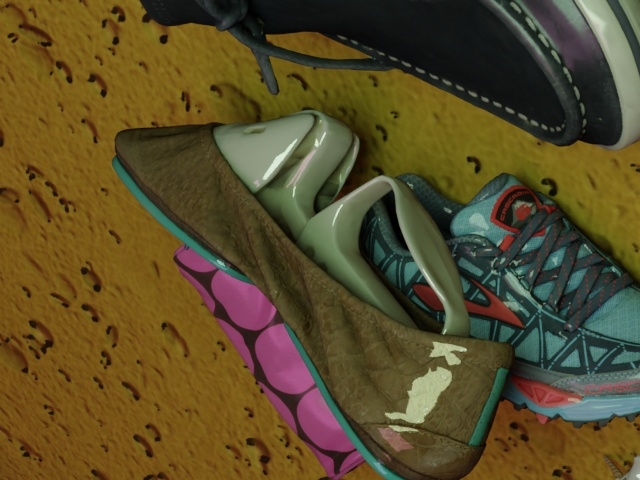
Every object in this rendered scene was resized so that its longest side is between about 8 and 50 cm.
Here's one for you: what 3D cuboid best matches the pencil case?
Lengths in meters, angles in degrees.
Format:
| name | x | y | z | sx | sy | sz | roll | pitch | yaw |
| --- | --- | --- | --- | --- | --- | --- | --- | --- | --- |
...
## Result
| name | x | y | z | sx | sy | sz | roll | pitch | yaw |
| --- | --- | --- | --- | --- | --- | --- | --- | --- | --- |
| pencil case | -0.014 | 0.063 | 1.165 | 0.098 | 0.095 | 0.209 | -34 | 95 | 34 |

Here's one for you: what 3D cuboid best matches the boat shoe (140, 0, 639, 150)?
| name | x | y | z | sx | sy | sz | roll | pitch | yaw |
| --- | --- | --- | --- | --- | --- | --- | --- | --- | --- |
| boat shoe | -0.031 | -0.176 | 0.919 | 0.500 | 0.156 | 0.187 | 35 | 163 | 23 |

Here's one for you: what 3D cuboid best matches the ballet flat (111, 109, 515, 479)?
| name | x | y | z | sx | sy | sz | roll | pitch | yaw |
| --- | --- | --- | --- | --- | --- | --- | --- | --- | --- |
| ballet flat | 0.000 | 0.000 | 1.004 | 0.124 | 0.116 | 0.342 | -55 | 51 | 16 |

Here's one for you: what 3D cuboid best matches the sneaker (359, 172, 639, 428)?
| name | x | y | z | sx | sy | sz | roll | pitch | yaw |
| --- | --- | --- | --- | --- | --- | --- | --- | --- | --- |
| sneaker | 0.119 | 0.026 | 1.001 | 0.261 | 0.104 | 0.125 | 15 | 125 | 36 |

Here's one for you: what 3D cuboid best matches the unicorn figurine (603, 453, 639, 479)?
| name | x | y | z | sx | sy | sz | roll | pitch | yaw |
| --- | --- | --- | --- | --- | --- | --- | --- | --- | --- |
| unicorn figurine | 0.242 | 0.157 | 1.011 | 0.162 | 0.060 | 0.111 | 36 | 133 | 22 |
